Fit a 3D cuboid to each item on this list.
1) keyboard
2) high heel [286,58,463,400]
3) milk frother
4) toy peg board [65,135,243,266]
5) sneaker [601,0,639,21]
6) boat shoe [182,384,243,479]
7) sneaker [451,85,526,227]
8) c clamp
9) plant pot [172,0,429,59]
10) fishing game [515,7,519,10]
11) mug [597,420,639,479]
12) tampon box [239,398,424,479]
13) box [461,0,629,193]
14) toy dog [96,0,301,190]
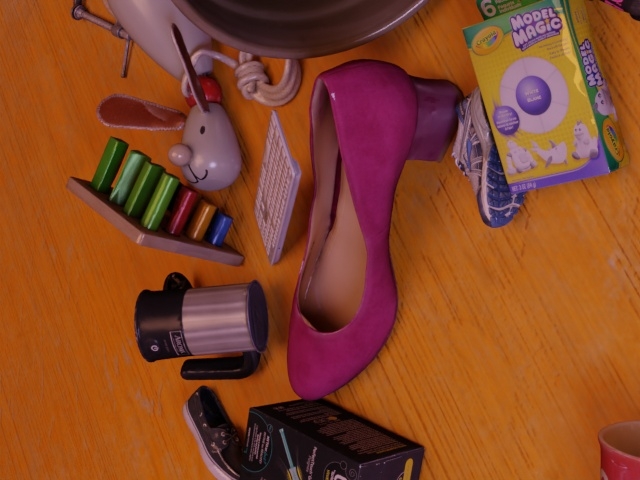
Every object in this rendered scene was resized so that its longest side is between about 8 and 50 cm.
[{"bbox_3d":[-0.049,-0.048,1.137,0.256,0.014,0.072,110,139,-68],"label":"keyboard"},{"bbox_3d":[0.000,0.000,1.065,0.127,0.181,0.377,34,114,39],"label":"high heel"},{"bbox_3d":[-0.127,0.079,1.262,0.135,0.129,0.143,-5,53,11],"label":"milk frother"},{"bbox_3d":[-0.179,-0.049,1.267,0.161,0.160,0.079,34,102,39],"label":"toy peg board"},{"bbox_3d":[0.187,-0.259,0.805,0.483,0.185,0.202,-2,101,23],"label":"sneaker"},{"bbox_3d":[-0.119,0.231,1.284,0.142,0.049,0.040,51,124,34],"label":"boat shoe"},{"bbox_3d":[0.152,-0.075,1.013,0.058,0.052,0.135,-19,70,54],"label":"sneaker"},{"bbox_3d":[-0.293,-0.312,1.465,0.160,0.022,0.137,36,116,38],"label":"c clamp"},{"bbox_3d":[-0.036,-0.385,1.039,0.323,0.323,0.280,-56,39,30],"label":"plant pot"},{"bbox_3d":[0.241,-0.302,0.921,0.189,0.041,0.264,49,121,26],"label":"fishing game"},{"bbox_3d":[0.282,0.241,0.842,0.150,0.113,0.169,11,102,46],"label":"mug"},{"bbox_3d":[0.008,0.246,1.118,0.161,0.101,0.120,20,105,42],"label":"tampon box"},{"bbox_3d":[0.190,-0.137,0.941,0.105,0.043,0.179,-13,96,44],"label":"box"},{"bbox_3d":[-0.191,-0.230,1.266,0.220,0.161,0.334,-53,56,32],"label":"toy dog"}]
